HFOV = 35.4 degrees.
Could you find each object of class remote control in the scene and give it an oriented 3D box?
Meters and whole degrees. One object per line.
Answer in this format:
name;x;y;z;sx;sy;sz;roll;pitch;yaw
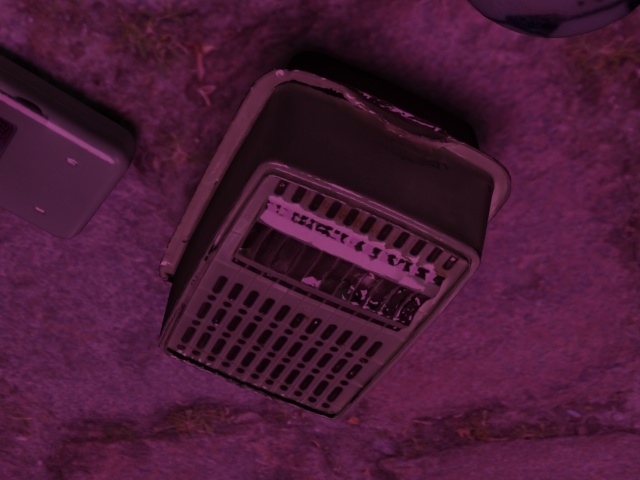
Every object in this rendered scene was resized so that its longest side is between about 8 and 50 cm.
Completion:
remote control;-0.312;-0.112;0.848;0.296;0.056;0.140;31;130;-17

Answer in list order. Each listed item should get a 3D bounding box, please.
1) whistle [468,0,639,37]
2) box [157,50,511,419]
whistle;0.112;-0.195;0.620;0.290;0.163;0.163;-9;132;18
box;0.000;0.000;0.824;0.221;0.166;0.290;23;134;-13
